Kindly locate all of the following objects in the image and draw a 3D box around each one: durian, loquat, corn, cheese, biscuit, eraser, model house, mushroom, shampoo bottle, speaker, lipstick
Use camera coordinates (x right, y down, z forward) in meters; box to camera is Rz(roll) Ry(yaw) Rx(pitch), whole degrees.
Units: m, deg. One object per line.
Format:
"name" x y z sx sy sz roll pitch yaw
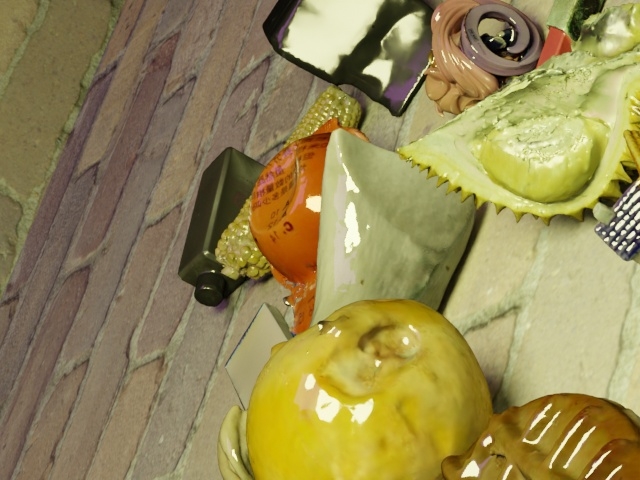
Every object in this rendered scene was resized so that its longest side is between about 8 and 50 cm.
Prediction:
"durian" 0.230 -0.125 1.581 0.306 0.166 0.172 -19 47 47
"loquat" 0.046 0.175 1.558 0.244 0.244 0.244 -48 24 30
"corn" -0.038 -0.069 2.253 0.288 0.086 0.086 -57 21 3
"cheese" 0.000 0.000 2.017 0.217 0.129 0.329 -38 42 39
"biscuit" 0.176 0.260 1.277 0.268 0.115 0.366 -44 27 37
"eraser" -0.072 0.145 2.134 0.104 0.023 0.150 -58 21 8
"model house" 0.279 -0.033 1.435 0.101 0.100 0.088 -53 22 22
"mushroom" 0.024 0.098 1.767 0.397 0.177 0.126 -70 12 -20
"shampoo bottle" -0.135 -0.013 2.409 0.079 0.080 0.246 -42 27 42
"speaker" 0.044 -0.293 2.312 0.180 0.184 0.388 -56 10 8
"lipstick" 0.288 -0.296 1.830 0.051 0.051 0.312 -7 57 64

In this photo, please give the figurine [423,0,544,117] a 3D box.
"figurine" 0.161 -0.198 1.916 0.114 0.126 0.157 -19 -16 -47
